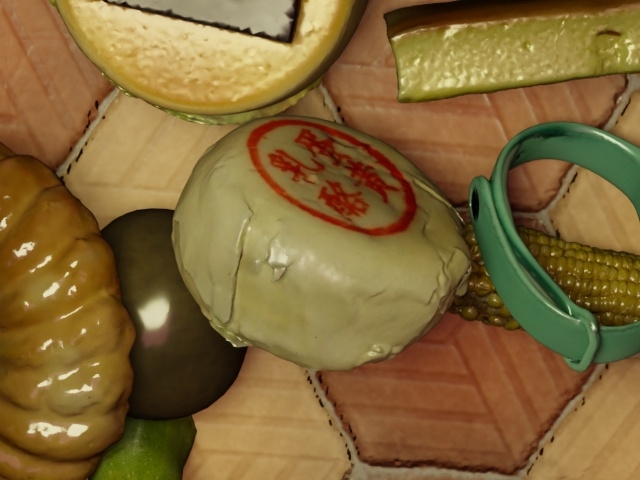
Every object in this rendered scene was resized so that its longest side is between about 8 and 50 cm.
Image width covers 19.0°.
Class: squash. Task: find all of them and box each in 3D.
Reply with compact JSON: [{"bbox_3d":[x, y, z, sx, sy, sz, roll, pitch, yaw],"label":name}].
[{"bbox_3d":[-0.166,0.204,1.699,0.095,0.188,0.095,0,104,1],"label":"squash"}]

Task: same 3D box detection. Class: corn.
[{"bbox_3d":[0.249,0.049,1.712,0.319,0.097,0.097,11,101,-3],"label":"corn"}]

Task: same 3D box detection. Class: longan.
[{"bbox_3d":[-0.144,0.067,1.688,0.189,0.189,0.189,0,101,0],"label":"longan"}]

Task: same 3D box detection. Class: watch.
[{"bbox_3d":[0.233,0.002,1.644,0.195,0.237,0.068,0,145,-13],"label":"watch"}]

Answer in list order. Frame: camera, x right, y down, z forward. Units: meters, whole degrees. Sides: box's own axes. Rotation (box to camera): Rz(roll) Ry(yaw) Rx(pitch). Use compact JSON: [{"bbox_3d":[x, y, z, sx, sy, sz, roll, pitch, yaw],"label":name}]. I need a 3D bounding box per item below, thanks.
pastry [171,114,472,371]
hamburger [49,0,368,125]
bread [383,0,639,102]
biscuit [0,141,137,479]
[{"bbox_3d":[0.001,-0.001,1.591,0.264,0.265,0.133,26,120,-5],"label":"pastry"},{"bbox_3d":[-0.095,-0.243,1.609,0.300,0.176,0.300,1,107,4],"label":"hamburger"},{"bbox_3d":[0.238,-0.179,1.642,0.361,0.138,0.077,-7,103,2],"label":"bread"},{"bbox_3d":[-0.297,0.073,1.641,0.325,0.107,0.326,13,110,38],"label":"biscuit"}]
